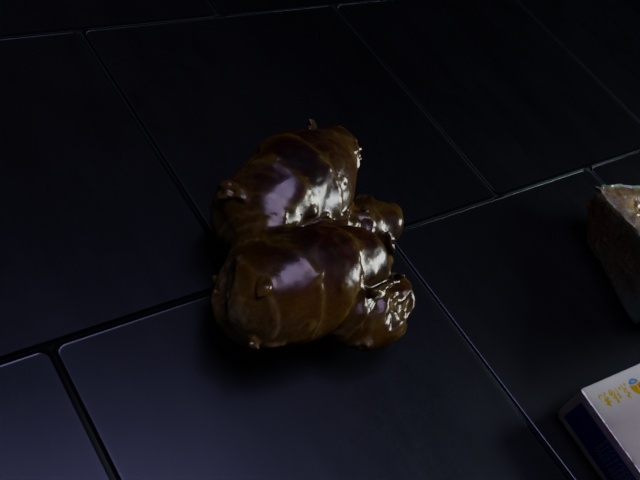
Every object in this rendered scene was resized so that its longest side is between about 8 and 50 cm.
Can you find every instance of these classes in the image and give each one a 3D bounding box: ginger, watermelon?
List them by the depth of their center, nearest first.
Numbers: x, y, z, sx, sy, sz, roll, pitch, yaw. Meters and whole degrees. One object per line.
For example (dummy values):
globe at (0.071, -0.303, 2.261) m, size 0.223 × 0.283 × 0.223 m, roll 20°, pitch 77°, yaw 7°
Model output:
ginger at (-0.003, -0.010, 1.005) m, size 0.274 × 0.152 × 0.357 m, roll 8°, pitch 51°, yaw -19°
watermelon at (0.583, 0.043, 1.256) m, size 0.264 × 0.151 × 0.302 m, roll -5°, pitch 37°, yaw -25°

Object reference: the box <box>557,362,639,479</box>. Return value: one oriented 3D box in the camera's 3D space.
box at (0.503, 0.250, 1.074) m, size 0.343 × 0.065 × 0.200 m, roll -12°, pitch 58°, yaw -32°
